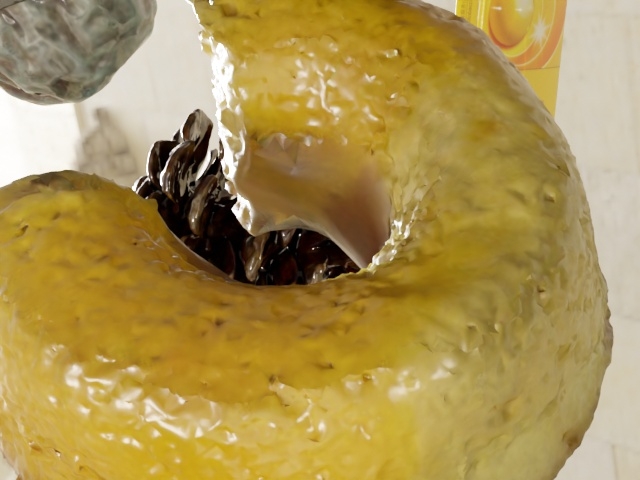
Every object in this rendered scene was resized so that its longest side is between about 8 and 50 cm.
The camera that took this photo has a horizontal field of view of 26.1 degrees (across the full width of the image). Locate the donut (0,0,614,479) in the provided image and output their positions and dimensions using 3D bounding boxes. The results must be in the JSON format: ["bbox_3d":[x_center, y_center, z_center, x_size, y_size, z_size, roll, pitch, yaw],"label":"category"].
[{"bbox_3d":[0.000,0.000,0.865,0.378,0.163,0.435,18,-129,23],"label":"donut"}]

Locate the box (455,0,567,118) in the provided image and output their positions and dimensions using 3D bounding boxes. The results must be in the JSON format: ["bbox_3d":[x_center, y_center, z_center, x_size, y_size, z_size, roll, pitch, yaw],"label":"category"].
[{"bbox_3d":[0.190,-0.210,1.375,0.043,0.269,0.152,15,-162,39],"label":"box"}]

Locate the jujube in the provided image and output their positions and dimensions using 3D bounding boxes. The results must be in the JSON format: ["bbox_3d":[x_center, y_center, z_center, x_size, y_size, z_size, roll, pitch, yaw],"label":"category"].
[{"bbox_3d":[-0.310,-0.277,1.372,0.226,0.317,0.226,-32,-150,21],"label":"jujube"}]

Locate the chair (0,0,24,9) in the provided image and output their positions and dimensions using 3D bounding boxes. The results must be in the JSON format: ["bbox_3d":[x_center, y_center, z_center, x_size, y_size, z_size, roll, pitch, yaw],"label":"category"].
[{"bbox_3d":[-0.197,-0.307,1.020,0.416,0.203,0.240,-14,-153,14],"label":"chair"}]

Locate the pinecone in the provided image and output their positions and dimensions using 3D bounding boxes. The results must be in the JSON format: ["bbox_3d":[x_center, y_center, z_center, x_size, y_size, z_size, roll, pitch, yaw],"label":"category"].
[{"bbox_3d":[-0.074,-0.004,1.380,0.309,0.244,0.244,12,-157,14],"label":"pinecone"}]
